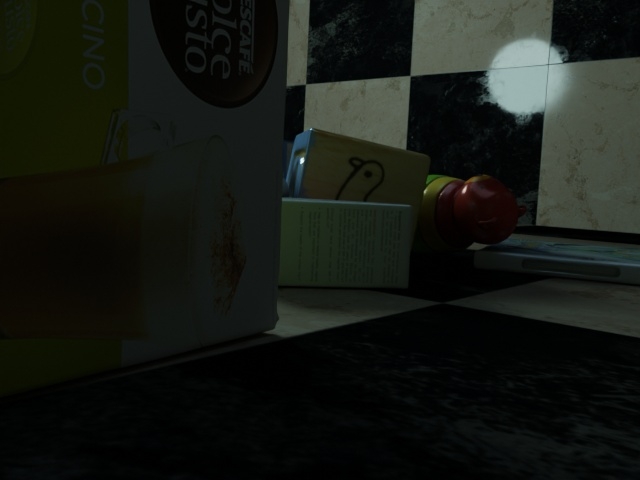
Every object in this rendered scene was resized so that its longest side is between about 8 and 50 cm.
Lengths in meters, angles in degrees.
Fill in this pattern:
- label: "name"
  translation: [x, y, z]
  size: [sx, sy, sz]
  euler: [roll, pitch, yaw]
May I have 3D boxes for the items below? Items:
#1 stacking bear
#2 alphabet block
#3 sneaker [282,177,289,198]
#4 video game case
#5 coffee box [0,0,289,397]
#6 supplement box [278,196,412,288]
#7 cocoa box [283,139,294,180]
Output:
- label: "stacking bear"
  translation: [0.231, -0.052, 1.163]
  size: [0.175, 0.164, 0.289]
  euler: [-12, 8, -31]
- label: "alphabet block"
  translation: [0.046, -0.069, 1.064]
  size: [0.197, 0.192, 0.193]
  euler: [11, 5, -11]
- label: "sneaker"
  translation: [-0.117, -0.071, 0.978]
  size: [0.146, 0.122, 0.330]
  euler: [16, 40, -12]
- label: "video game case"
  translation: [0.455, 0.033, 1.149]
  size: [0.300, 0.036, 0.329]
  euler: [5, 5, 23]
- label: "coffee box"
  translation: [-0.253, -0.096, 0.503]
  size: [0.338, 0.337, 0.334]
  euler: [6, 6, 35]
- label: "supplement box"
  translation: [0.000, 0.000, 0.843]
  size: [0.220, 0.114, 0.111]
  euler: [1, 4, -7]
- label: "cocoa box"
  translation: [-0.184, -0.139, 1.617]
  size: [0.347, 0.231, 0.228]
  euler: [6, 6, 29]
